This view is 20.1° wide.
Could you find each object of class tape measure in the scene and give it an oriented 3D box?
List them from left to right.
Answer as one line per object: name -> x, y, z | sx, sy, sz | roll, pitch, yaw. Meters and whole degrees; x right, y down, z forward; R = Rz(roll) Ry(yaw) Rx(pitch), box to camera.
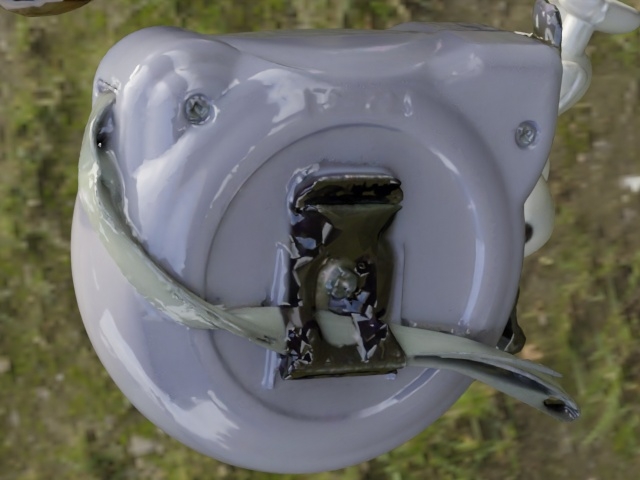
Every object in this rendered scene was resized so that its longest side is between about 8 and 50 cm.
tape measure -> 0.002, 0.003, 0.693 | 0.105, 0.196, 0.178 | 32, 127, 59

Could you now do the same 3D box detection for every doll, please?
doll -> 0.174, -0.100, 1.597 | 0.208, 0.144, 0.271 | 14, 85, 64

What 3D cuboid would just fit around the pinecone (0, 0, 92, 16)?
pinecone -> -0.110, -0.269, 0.757 | 0.384, 0.384, 0.384 | 7, 100, 44
